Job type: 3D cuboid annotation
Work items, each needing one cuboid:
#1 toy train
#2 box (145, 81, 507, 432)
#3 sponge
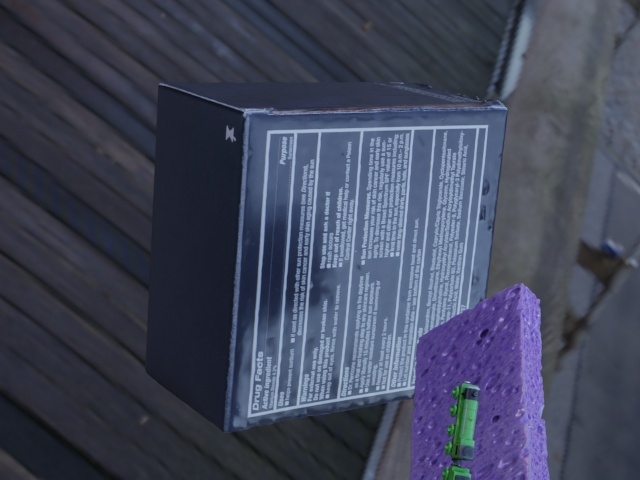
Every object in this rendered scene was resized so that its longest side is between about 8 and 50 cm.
[{"bbox_3d":[0.092,0.133,0.827,0.017,0.024,0.083,12,77,-13],"label":"toy train"},{"bbox_3d":[0.000,0.000,1.224,0.294,0.296,0.183,-5,16,-34],"label":"box"},{"bbox_3d":[0.123,0.138,1.001,0.031,0.117,0.210,39,37,-26],"label":"sponge"}]
